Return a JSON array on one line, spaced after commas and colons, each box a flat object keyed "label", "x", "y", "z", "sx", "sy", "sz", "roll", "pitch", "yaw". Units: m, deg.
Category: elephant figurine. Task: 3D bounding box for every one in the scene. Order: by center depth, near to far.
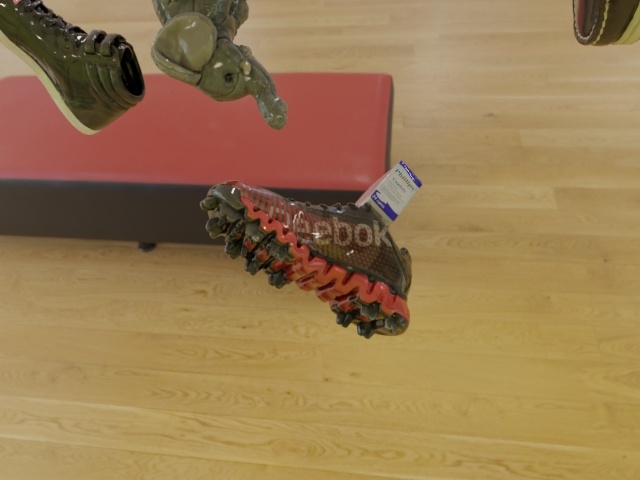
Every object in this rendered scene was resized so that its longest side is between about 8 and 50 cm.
[{"label": "elephant figurine", "x": -0.163, "y": -0.281, "z": 0.683, "sx": 0.169, "sy": 0.239, "sz": 0.186, "roll": -3, "pitch": 4, "yaw": -43}]

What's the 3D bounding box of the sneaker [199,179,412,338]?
[{"label": "sneaker", "x": 0.000, "y": 0.000, "z": 0.539, "sx": 0.276, "sy": 0.097, "sz": 0.135, "roll": 32, "pitch": 62, "yaw": -17}]

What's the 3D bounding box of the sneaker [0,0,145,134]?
[{"label": "sneaker", "x": -0.378, "y": -0.309, "z": 0.691, "sx": 0.147, "sy": 0.296, "sz": 0.104, "roll": -16, "pitch": 40, "yaw": 15}]

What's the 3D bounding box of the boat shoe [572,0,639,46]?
[{"label": "boat shoe", "x": 0.116, "y": -0.192, "z": 0.204, "sx": 0.073, "sy": 0.223, "sz": 0.080, "roll": -11, "pitch": 44, "yaw": 16}]

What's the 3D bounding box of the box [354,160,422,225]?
[{"label": "box", "x": 0.130, "y": -0.081, "z": 0.985, "sx": 0.072, "sy": 0.126, "sz": 0.137, "roll": 44, "pitch": 57, "yaw": -5}]
